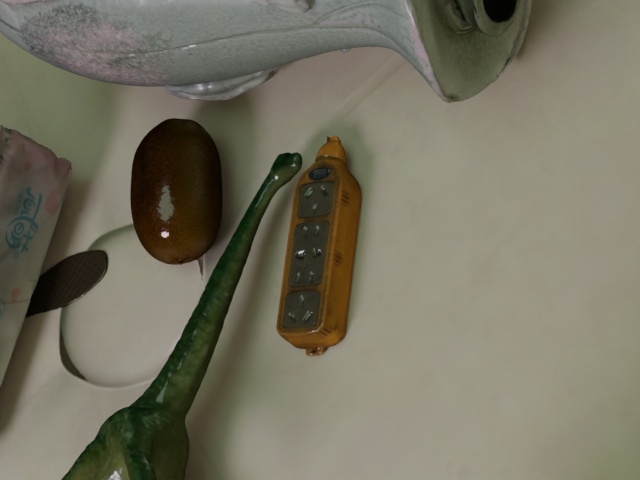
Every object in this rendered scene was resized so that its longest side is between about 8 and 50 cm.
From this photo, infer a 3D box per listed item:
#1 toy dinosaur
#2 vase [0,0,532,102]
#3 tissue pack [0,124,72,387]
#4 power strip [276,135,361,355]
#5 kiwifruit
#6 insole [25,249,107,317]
[{"bbox_3d":[-0.155,0.150,1.457,0.447,0.087,0.301,-42,36,25],"label":"toy dinosaur"},{"bbox_3d":[-0.057,-0.221,1.465,0.445,0.250,0.250,11,75,31],"label":"vase"},{"bbox_3d":[-0.338,0.037,1.597,0.201,0.124,0.271,6,73,39],"label":"tissue pack"},{"bbox_3d":[0.000,0.000,1.451,0.049,0.028,0.178,-7,64,32],"label":"power strip"},{"bbox_3d":[-0.116,-0.039,1.521,0.075,0.075,0.124,-15,65,28],"label":"kiwifruit"},{"bbox_3d":[-0.234,0.043,1.605,0.135,0.002,0.045,-23,57,24],"label":"insole"}]
